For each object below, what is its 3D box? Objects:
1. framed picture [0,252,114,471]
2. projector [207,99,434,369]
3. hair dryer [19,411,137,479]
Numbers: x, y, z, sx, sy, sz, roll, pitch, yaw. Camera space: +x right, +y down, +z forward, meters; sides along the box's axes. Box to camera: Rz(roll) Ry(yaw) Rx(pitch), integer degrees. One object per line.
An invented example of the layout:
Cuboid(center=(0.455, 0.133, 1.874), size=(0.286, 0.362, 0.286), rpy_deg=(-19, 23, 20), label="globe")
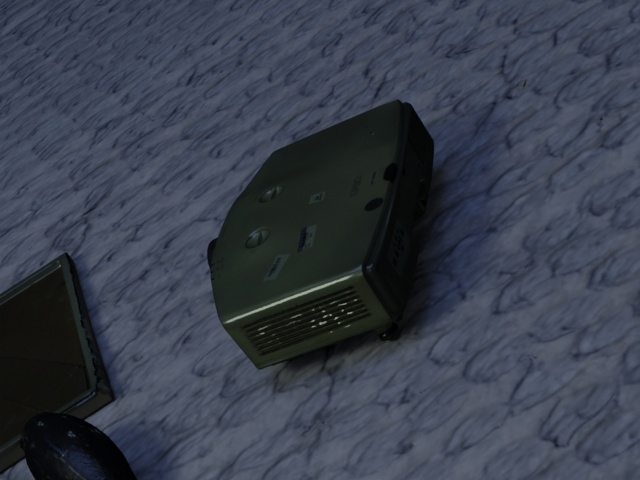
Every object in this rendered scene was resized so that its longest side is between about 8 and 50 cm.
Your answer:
Cuboid(center=(-0.324, 0.137, 1.600), size=(0.232, 0.024, 0.315), rpy_deg=(-33, 27, 1), label="framed picture")
Cuboid(center=(0.000, 0.000, 1.414), size=(0.193, 0.088, 0.269), rpy_deg=(-21, 29, 24), label="projector")
Cuboid(center=(-0.231, 0.251, 1.303), size=(0.219, 0.075, 0.195), rpy_deg=(-49, 40, -8), label="hair dryer")
